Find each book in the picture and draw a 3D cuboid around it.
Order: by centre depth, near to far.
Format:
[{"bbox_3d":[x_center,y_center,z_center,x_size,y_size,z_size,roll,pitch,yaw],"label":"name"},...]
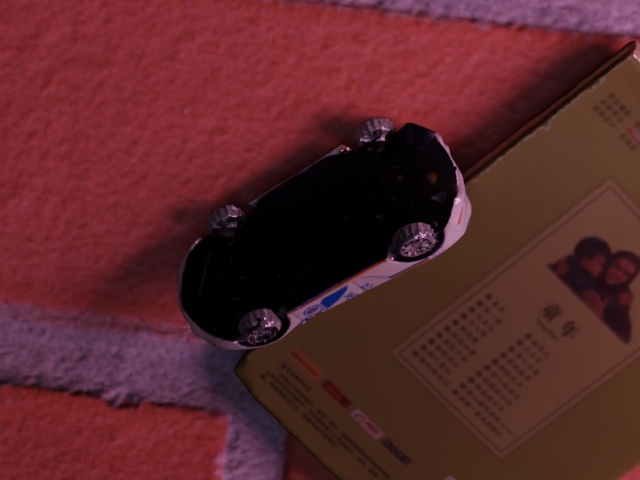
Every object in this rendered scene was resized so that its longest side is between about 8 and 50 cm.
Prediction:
[{"bbox_3d":[0.145,0.061,1.259,0.352,0.035,0.239,-39,105,21],"label":"book"}]

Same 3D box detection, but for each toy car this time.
[{"bbox_3d":[0.000,0.000,1.218,0.205,0.095,0.056,-30,149,18],"label":"toy car"}]
